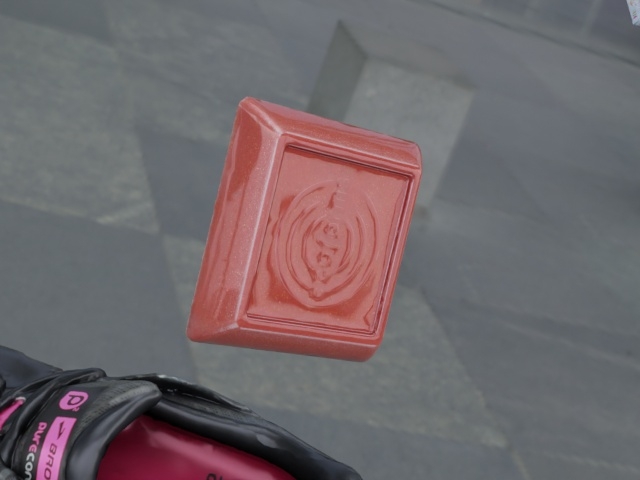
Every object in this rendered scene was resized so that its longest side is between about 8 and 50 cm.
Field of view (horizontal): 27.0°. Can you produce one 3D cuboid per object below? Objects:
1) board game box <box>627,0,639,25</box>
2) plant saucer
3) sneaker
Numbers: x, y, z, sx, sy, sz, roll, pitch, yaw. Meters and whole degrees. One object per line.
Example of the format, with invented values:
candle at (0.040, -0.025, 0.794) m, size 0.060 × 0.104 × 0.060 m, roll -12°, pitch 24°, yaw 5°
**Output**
board game box at (0.283, -0.210, 1.087) m, size 0.090 × 0.020 × 0.090 m, roll 7°, pitch 62°, yaw -30°
plant saucer at (0.000, 0.000, 1.418) m, size 0.259 × 0.258 × 0.048 m, roll 11°, pitch 3°, yaw -39°
sneaker at (-0.183, 0.135, 0.867) m, size 0.483 × 0.202 × 0.185 m, roll 11°, pitch 60°, yaw -3°
